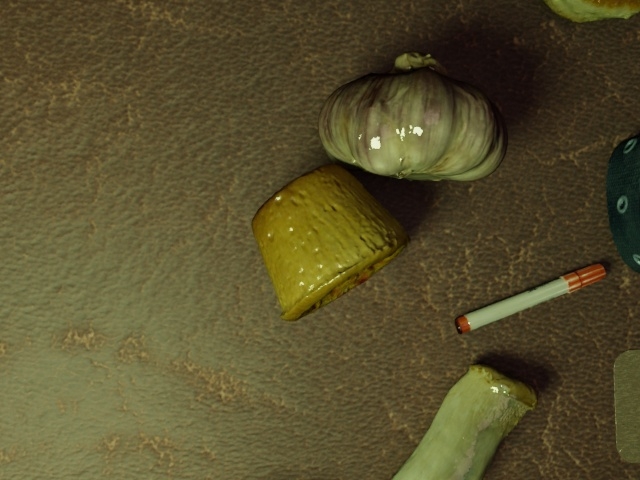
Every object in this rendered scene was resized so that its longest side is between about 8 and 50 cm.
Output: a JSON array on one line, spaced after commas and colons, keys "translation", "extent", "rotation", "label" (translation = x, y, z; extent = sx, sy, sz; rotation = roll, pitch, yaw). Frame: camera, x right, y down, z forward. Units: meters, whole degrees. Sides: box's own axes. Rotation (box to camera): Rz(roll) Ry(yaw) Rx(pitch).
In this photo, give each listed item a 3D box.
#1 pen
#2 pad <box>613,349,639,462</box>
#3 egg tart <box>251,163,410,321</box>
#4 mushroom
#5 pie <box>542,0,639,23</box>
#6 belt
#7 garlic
[{"translation": [0.311, 0.086, 0.931], "extent": [0.239, 0.028, 0.028], "rotation": [-21, 93, -5], "label": "pen"}, {"translation": [0.582, 0.248, 0.973], "extent": [0.266, 0.002, 0.176], "rotation": [-3, 92, -6], "label": "pad"}, {"translation": [0.000, 0.000, 0.824], "extent": [0.202, 0.202, 0.147], "rotation": [-34, 82, -4], "label": "egg tart"}, {"translation": [0.165, 0.321, 0.893], "extent": [0.123, 0.095, 0.351], "rotation": [43, 86, 19], "label": "mushroom"}, {"translation": [0.414, -0.477, 0.903], "extent": [0.315, 0.092, 0.315], "rotation": [0, 92, -4], "label": "pie"}, {"translation": [0.494, -0.056, 0.896], "extent": [0.122, 0.128, 0.218], "rotation": [-3, 90, -5], "label": "belt"}, {"translation": [0.115, -0.157, 0.812], "extent": [0.245, 0.245, 0.160], "rotation": [1, 94, -6], "label": "garlic"}]
